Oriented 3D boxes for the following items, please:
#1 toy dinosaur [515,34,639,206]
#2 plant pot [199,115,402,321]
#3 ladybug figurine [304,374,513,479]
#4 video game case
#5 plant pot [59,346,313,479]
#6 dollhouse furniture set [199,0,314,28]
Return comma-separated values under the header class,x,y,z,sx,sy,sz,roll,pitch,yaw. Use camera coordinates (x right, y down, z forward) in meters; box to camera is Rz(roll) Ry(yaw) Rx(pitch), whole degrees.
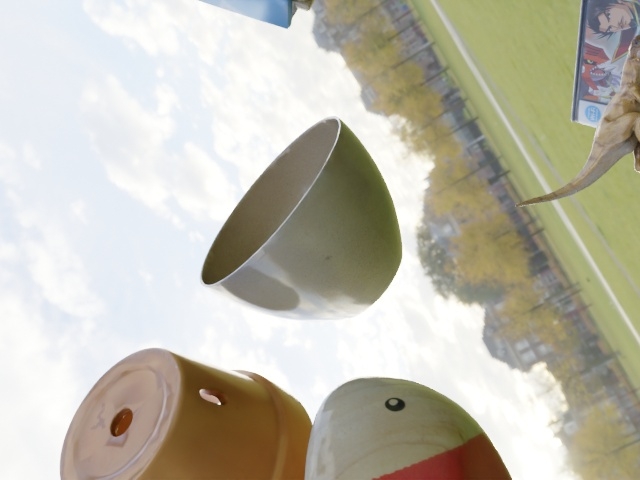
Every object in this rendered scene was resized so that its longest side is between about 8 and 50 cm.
class,x,y,z,sx,sy,sz,roll,pitch,yaw
toy dinosaur,0.301,-0.102,0.759,0.112,0.211,0.064,29,-171,21
plant pot,0.000,0.000,1.023,0.191,0.284,0.284,38,-159,-18
ladybug figurine,0.133,0.351,0.785,0.305,0.162,0.448,-4,-107,-57
video game case,0.435,-0.245,0.930,0.248,0.035,0.274,29,138,42
plant pot,-0.178,0.268,0.936,0.203,0.291,0.290,45,-160,-38
dollhouse furniture set,-0.090,-0.427,0.801,0.304,0.286,0.198,22,155,9
